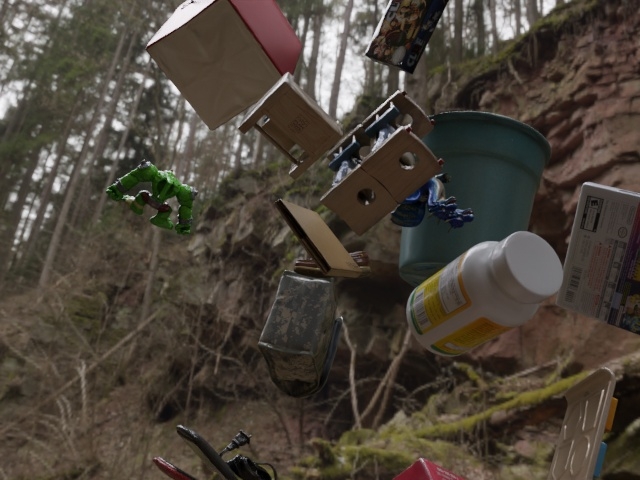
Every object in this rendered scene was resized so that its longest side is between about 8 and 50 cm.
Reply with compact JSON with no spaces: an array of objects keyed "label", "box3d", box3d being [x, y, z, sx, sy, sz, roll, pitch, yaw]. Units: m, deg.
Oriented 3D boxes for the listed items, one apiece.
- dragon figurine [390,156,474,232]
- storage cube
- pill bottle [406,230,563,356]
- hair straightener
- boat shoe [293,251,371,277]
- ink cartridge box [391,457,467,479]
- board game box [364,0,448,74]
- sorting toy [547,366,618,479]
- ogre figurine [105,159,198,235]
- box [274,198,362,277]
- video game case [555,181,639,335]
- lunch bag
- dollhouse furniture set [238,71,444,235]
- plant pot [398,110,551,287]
[{"label":"dragon figurine","box3d":[0.173,-0.085,1.220,0.289,0.144,0.085,1,-38,37]},{"label":"storage cube","box3d":[-0.168,-0.353,1.102,0.184,0.193,0.215,-23,-57,24]},{"label":"pill bottle","box3d":[0.215,0.072,0.807,0.118,0.117,0.208,16,-33,-17]},{"label":"hair straightener","box3d":[-0.097,0.277,0.722,0.047,0.089,0.230,8,-34,44]},{"label":"boat shoe","box3d":[0.026,0.051,1.371,0.178,0.060,0.064,1,-16,-11]},{"label":"ink cartridge box","box3d":[0.232,0.544,0.846,0.160,0.384,0.279,-42,-53,13]},{"label":"board game box","box3d":[0.207,-0.515,1.385,0.042,0.243,0.165,18,14,-34]},{"label":"sorting toy","box3d":[0.436,0.333,1.007,0.038,0.208,0.193,18,-26,9]},{"label":"ogre figurine","box3d":[-0.360,-0.098,1.354,0.197,0.097,0.118,38,-71,-4]},{"label":"box","box3d":[0.000,0.000,1.163,0.021,0.164,0.201,-41,-16,12]},{"label":"video game case","box3d":[0.446,0.033,0.861,0.184,0.201,0.023,21,28,36]},{"label":"lunch bag","box3d":[-0.041,0.261,1.602,0.169,0.235,0.287,8,-36,14]},{"label":"dollhouse furniture set","box3d":[0.028,-0.130,0.686,0.184,0.129,0.129,41,-63,-20]},{"label":"plant pot","box3d":[0.329,-0.059,1.374,0.342,0.333,0.341,11,-18,3]}]
